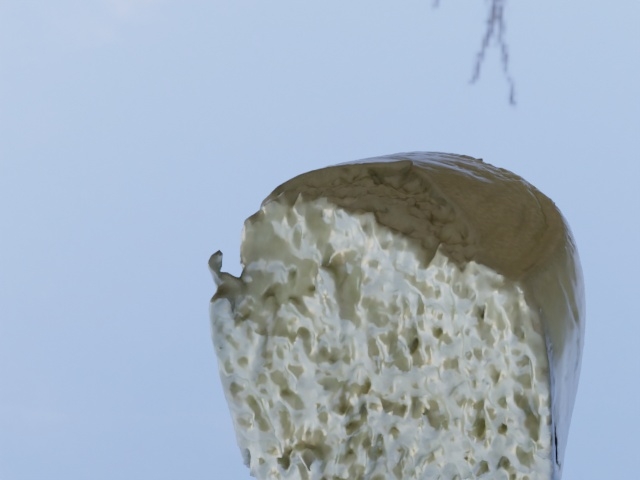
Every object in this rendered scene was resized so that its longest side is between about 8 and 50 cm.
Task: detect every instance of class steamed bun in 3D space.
[{"bbox_3d":[0.096,0.088,1.146,0.272,0.290,0.273,28,-141,28],"label":"steamed bun"}]
